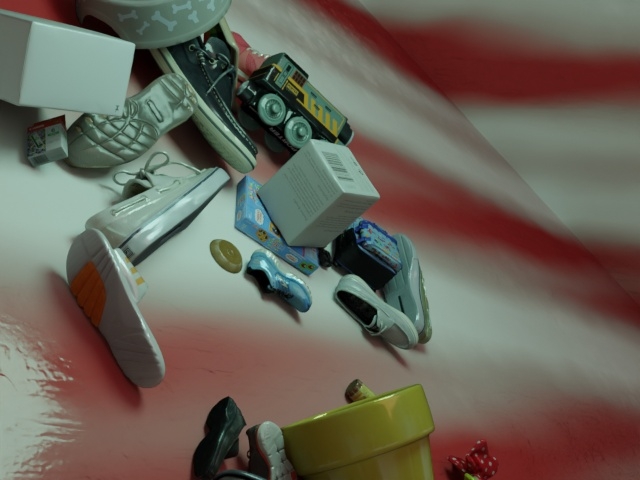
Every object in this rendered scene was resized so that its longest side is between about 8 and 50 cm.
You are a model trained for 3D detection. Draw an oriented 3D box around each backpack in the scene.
[{"bbox_3d":[0.109,0.014,2.096,0.158,0.117,0.173,37,26,-26],"label":"backpack"}]

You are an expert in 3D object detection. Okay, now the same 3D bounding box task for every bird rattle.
[{"bbox_3d":[0.315,0.540,1.768,0.207,0.143,0.253,63,14,1],"label":"bird rattle"}]

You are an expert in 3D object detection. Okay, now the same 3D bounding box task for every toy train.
[{"bbox_3d":[-0.055,-0.304,2.149,0.334,0.142,0.190,40,68,-26],"label":"toy train"},{"bbox_3d":[0.000,0.000,2.043,0.036,0.027,0.158,28,33,-42],"label":"toy train"}]

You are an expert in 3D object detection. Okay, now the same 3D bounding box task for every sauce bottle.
[{"bbox_3d":[0.107,0.333,1.753,0.128,0.042,0.042,43,27,-10],"label":"sauce bottle"}]

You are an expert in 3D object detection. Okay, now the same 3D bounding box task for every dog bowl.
[{"bbox_3d":[-0.369,-0.565,1.892,0.102,0.348,0.349,88,-13,-51],"label":"dog bowl"}]

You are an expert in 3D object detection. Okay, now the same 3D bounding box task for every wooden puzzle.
[{"bbox_3d":[-0.246,-0.461,2.121,0.044,0.239,0.221,-16,59,-13],"label":"wooden puzzle"}]

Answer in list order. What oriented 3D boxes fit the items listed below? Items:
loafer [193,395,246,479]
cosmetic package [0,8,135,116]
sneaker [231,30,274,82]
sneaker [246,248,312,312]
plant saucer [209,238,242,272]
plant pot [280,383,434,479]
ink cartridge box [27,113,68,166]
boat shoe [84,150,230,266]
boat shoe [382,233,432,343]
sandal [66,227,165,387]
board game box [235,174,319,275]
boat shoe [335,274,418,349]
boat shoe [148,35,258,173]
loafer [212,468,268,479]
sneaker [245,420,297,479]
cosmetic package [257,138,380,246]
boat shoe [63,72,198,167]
[{"bbox_3d":[-0.150,0.316,1.364,0.061,0.062,0.170,47,27,-16],"label":"loafer"},{"bbox_3d":[-0.477,-0.304,1.469,0.224,0.138,0.224,21,13,29],"label":"cosmetic package"},{"bbox_3d":[-0.140,-0.444,2.288,0.314,0.136,0.116,56,26,13],"label":"sneaker"},{"bbox_3d":[-0.089,0.094,1.768,0.162,0.063,0.073,42,45,-6],"label":"sneaker"},{"bbox_3d":[-0.183,0.027,1.739,0.083,0.015,0.083,37,29,-24],"label":"plant saucer"},{"bbox_3d":[0.083,0.388,1.447,0.254,0.254,0.239,-1,71,-57],"label":"plant pot"},{"bbox_3d":[-0.473,-0.182,1.512,0.029,0.063,0.115,73,0,-50],"label":"ink cartridge box"},{"bbox_3d":[-0.305,-0.081,1.587,0.156,0.136,0.367,45,36,-2],"label":"boat shoe"},{"bbox_3d":[0.207,0.121,2.144,0.094,0.109,0.302,45,31,-44],"label":"boat shoe"},{"bbox_3d":[-0.307,0.106,1.367,0.265,0.102,0.076,62,27,6],"label":"sandal"},{"bbox_3d":[-0.094,-0.035,1.930,0.211,0.039,0.160,36,29,-27],"label":"board game box"},{"bbox_3d":[0.119,0.174,1.955,0.227,0.079,0.081,42,33,-1],"label":"boat shoe"},{"bbox_3d":[-0.259,-0.368,1.935,0.500,0.156,0.187,58,-6,20],"label":"boat shoe"},{"bbox_3d":[-0.049,0.458,1.287,0.302,0.109,0.095,45,31,-16],"label":"loafer"},{"bbox_3d":[-0.083,0.368,1.401,0.061,0.065,0.158,-5,82,-46],"label":"sneaker"},{"bbox_3d":[-0.005,-0.099,1.899,0.151,0.183,0.151,3,51,-56],"label":"cosmetic package"},{"bbox_3d":[-0.370,-0.213,1.664,0.324,0.116,0.123,-36,102,-45],"label":"boat shoe"}]
